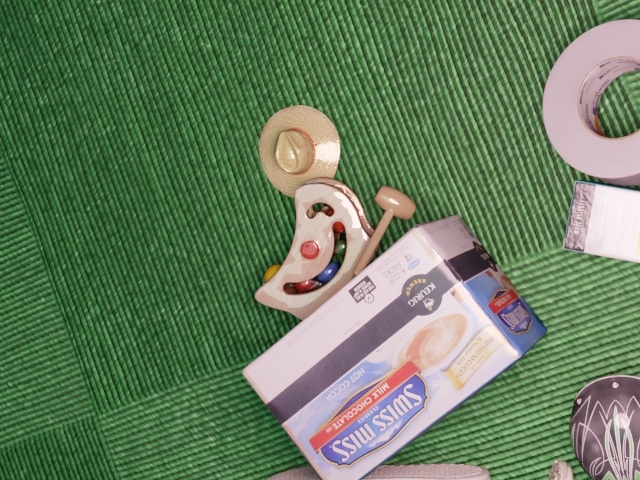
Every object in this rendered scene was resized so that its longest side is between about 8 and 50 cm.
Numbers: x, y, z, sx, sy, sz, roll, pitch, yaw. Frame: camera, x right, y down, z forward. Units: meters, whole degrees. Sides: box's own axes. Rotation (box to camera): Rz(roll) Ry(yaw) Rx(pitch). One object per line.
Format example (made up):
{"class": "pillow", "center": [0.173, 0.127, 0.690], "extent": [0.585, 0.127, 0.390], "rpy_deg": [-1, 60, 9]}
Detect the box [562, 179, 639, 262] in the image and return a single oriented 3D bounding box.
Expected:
{"class": "box", "center": [0.471, -0.016, 1.731], "extent": [0.244, 0.060, 0.100], "rpy_deg": [11, 98, 18]}

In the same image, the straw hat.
{"class": "straw hat", "center": [-0.042, -0.136, 1.902], "extent": [0.145, 0.061, 0.144], "rpy_deg": [2, 96, 20]}

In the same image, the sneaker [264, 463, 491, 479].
{"class": "sneaker", "center": [0.077, 0.420, 1.870], "extent": [0.366, 0.135, 0.150], "rpy_deg": [-3, 91, 21]}

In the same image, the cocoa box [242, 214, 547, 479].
{"class": "cocoa box", "center": [0.112, 0.161, 1.782], "extent": [0.347, 0.231, 0.228], "rpy_deg": [-40, 81, 18]}

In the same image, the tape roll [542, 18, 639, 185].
{"class": "tape roll", "center": [0.419, -0.187, 1.695], "extent": [0.219, 0.072, 0.219], "rpy_deg": [-5, 80, 34]}

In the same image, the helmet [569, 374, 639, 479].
{"class": "helmet", "center": [0.423, 0.264, 1.718], "extent": [0.170, 0.161, 0.169], "rpy_deg": [2, 95, 19]}

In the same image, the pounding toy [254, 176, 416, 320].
{"class": "pounding toy", "center": [0.000, 0.000, 1.838], "extent": [0.154, 0.155, 0.269], "rpy_deg": [41, 103, -1]}

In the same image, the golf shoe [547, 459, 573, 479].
{"class": "golf shoe", "center": [0.374, 0.405, 1.811], "extent": [0.086, 0.069, 0.176], "rpy_deg": [-4, 97, 0]}
